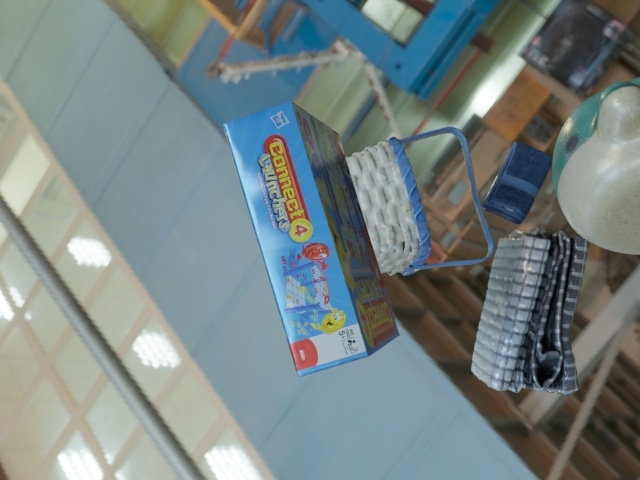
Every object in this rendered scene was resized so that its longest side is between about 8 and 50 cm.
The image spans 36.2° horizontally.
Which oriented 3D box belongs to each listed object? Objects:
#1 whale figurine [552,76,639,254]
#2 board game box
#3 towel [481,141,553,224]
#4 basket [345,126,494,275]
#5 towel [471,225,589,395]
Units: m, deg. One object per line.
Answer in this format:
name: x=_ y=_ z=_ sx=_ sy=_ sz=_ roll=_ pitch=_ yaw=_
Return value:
whale figurine: x=0.329 y=-0.110 z=0.888 sx=0.216 sy=0.272 sz=0.141 roll=16 pitch=-139 yaw=-28
board game box: x=0.000 y=0.000 z=1.236 sx=0.308 sy=0.086 sz=0.302 roll=2 pitch=-110 yaw=-79
towel: x=0.295 y=-0.086 z=1.459 sx=0.067 sy=0.119 sz=0.029 roll=25 pitch=166 yaw=18
basket: x=0.148 y=-0.066 z=1.744 sx=0.201 sy=0.289 sz=0.254 roll=108 pitch=151 yaw=-74
towel: x=0.314 y=0.105 z=1.448 sx=0.121 sy=0.235 sz=0.283 roll=13 pitch=178 yaw=2
